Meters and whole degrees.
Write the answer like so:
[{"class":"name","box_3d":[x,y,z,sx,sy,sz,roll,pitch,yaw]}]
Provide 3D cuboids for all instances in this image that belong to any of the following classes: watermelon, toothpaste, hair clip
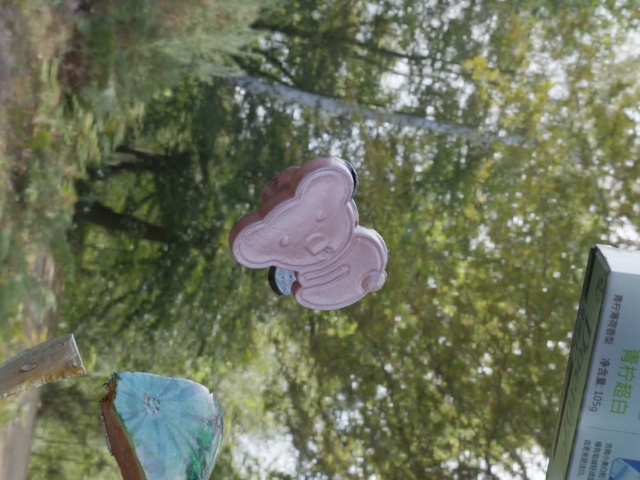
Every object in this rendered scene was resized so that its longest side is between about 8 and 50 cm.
[{"class":"watermelon","box_3d":[-0.176,0.253,1.026,0.128,0.146,0.231,39,-38,36]},{"class":"toothpaste","box_3d":[0.215,0.171,0.600,0.067,0.081,0.336,-69,164,-70]},{"class":"hair clip","box_3d":[0.000,0.003,0.704,0.123,0.138,0.102,-33,-173,9]}]

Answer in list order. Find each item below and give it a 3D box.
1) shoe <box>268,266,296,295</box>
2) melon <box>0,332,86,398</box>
[{"class":"shoe","box_3d":[-0.048,0.014,1.267,0.049,0.071,0.179,-10,-142,36]},{"class":"melon","box_3d":[-0.435,0.201,1.189,0.098,0.182,0.054,-133,-152,-60]}]
